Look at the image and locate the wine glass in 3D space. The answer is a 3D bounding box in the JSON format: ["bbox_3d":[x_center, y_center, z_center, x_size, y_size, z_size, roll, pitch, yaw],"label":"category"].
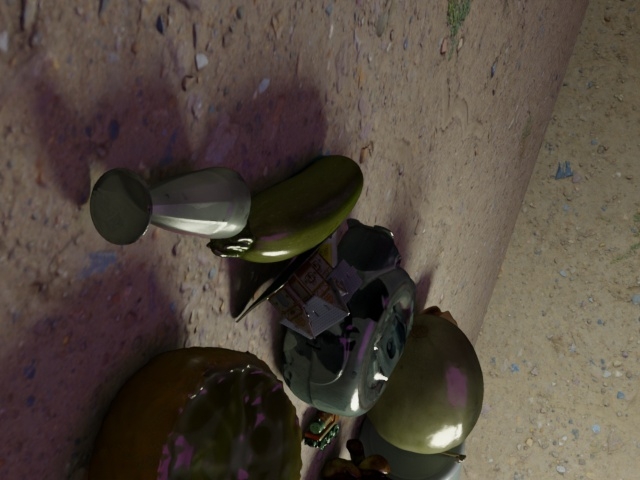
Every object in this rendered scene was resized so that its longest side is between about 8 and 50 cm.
[{"bbox_3d":[-0.133,-0.032,0.661,0.155,0.073,0.073,-10,116,-62],"label":"wine glass"}]

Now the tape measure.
[{"bbox_3d":[0.050,0.140,1.137,0.256,0.147,0.275,-59,154,-29],"label":"tape measure"}]

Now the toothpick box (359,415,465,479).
[{"bbox_3d":[0.224,0.552,1.751,0.263,0.263,0.354,-59,157,-29],"label":"toothpick box"}]

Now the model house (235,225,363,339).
[{"bbox_3d":[-0.012,0.069,0.940,0.117,0.088,0.167,-39,-175,41],"label":"model house"}]

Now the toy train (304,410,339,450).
[{"bbox_3d":[0.004,0.336,1.325,0.103,0.044,0.064,-28,129,-64],"label":"toy train"}]

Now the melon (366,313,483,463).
[{"bbox_3d":[0.213,0.300,1.520,0.272,0.272,0.307,-24,135,-62],"label":"melon"}]

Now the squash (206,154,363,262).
[{"bbox_3d":[-0.030,-0.030,0.879,0.341,0.095,0.094,-38,140,-57],"label":"squash"}]

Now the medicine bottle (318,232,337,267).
[{"bbox_3d":[0.000,0.000,1.032,0.047,0.047,0.083,-49,146,-45],"label":"medicine bottle"}]

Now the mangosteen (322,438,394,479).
[{"bbox_3d":[0.082,0.539,1.495,0.215,0.215,0.257,-4,79,-67],"label":"mangosteen"}]

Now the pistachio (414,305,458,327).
[{"bbox_3d":[0.271,0.236,1.789,0.200,0.117,0.145,-6,117,-66],"label":"pistachio"}]

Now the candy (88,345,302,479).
[{"bbox_3d":[-0.124,0.237,0.767,0.260,0.118,0.259,14,73,-54],"label":"candy"}]
